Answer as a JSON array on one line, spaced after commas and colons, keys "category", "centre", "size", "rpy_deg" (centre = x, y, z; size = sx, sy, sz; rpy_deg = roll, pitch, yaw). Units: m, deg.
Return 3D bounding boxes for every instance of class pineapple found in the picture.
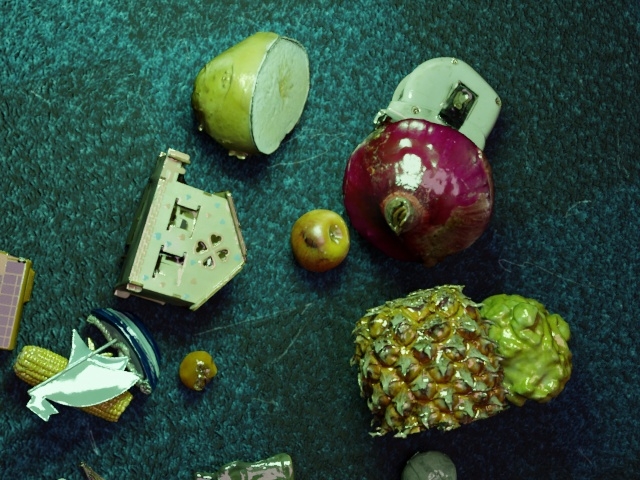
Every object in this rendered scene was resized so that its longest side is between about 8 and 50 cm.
[{"category": "pineapple", "centre": [0.234, 0.262, 1.762], "size": [0.352, 0.352, 0.300], "rpy_deg": [-17, 88, -18]}]

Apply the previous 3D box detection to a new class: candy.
[{"category": "candy", "centre": [0.130, 0.642, 1.828], "size": [0.440, 0.119, 0.119], "rpy_deg": [-39, 96, -8]}]

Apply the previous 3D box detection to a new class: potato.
[{"category": "potato", "centre": [-0.163, -0.338, 1.790], "size": [0.196, 0.246, 0.300], "rpy_deg": [13, 47, 22]}]

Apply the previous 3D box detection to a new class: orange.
[{"category": "orange", "centre": [-0.268, 0.282, 1.755], "size": [0.086, 0.062, 0.086], "rpy_deg": [3, 80, -15]}]

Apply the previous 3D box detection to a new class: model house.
[{"category": "model house", "centre": [-0.282, -0.005, 1.742], "size": [0.244, 0.169, 0.326], "rpy_deg": [19, 81, -21]}]

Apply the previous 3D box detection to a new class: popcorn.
[{"category": "popcorn", "centre": [0.477, 0.240, 1.896], "size": [0.235, 0.242, 0.250], "rpy_deg": [-20, 102, -2]}]

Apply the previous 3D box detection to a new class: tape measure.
[{"category": "tape measure", "centre": [0.294, -0.313, 1.957], "size": [0.258, 0.130, 0.265], "rpy_deg": [31, 76, -9]}]

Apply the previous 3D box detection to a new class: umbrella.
[{"category": "umbrella", "centre": [-0.477, 0.498, 1.691], "size": [0.031, 0.020, 0.083], "rpy_deg": [-38, 90, -18]}]

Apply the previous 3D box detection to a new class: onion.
[{"category": "onion", "centre": [0.204, -0.096, 1.765], "size": [0.347, 0.385, 0.348], "rpy_deg": [5, 107, 16]}]

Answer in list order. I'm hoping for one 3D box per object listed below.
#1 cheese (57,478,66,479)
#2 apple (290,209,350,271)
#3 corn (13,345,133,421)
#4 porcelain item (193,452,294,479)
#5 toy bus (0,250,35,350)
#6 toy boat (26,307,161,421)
[{"category": "cheese", "centre": [-0.489, 0.594, 1.653], "size": [0.137, 0.064, 0.227], "rpy_deg": [-30, 92, -19]}, {"category": "apple", "centre": [0.000, 0.000, 1.832], "size": [0.146, 0.146, 0.147], "rpy_deg": [2, 83, -16]}, {"category": "corn", "centre": [-0.514, 0.298, 1.669], "size": [0.248, 0.081, 0.081], "rpy_deg": [30, 76, -12]}, {"category": "porcelain item", "centre": [-0.169, 0.519, 1.753], "size": [0.215, 0.069, 0.081], "rpy_deg": [-2, 88, -18]}, {"category": "toy bus", "centre": [-0.653, 0.120, 1.639], "size": [0.114, 0.098, 0.201], "rpy_deg": [11, 81, -16]}, {"category": "toy boat", "centre": [-0.462, 0.261, 1.633], "size": [0.220, 0.067, 0.291], "rpy_deg": [50, 45, 7]}]
